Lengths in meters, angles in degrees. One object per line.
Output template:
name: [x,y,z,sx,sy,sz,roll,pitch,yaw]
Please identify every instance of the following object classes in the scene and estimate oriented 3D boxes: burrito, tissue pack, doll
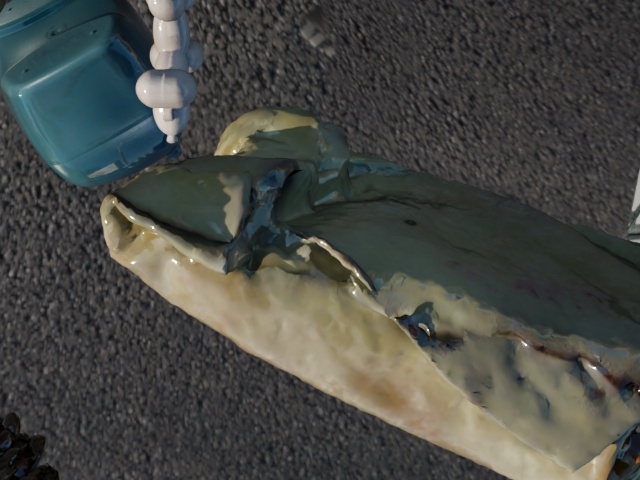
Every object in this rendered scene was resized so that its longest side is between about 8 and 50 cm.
burrito: [0.078,0.036,0.418,0.348,0.175,0.107,21,127,0]
tissue pack: [-0.290,-0.198,1.151,0.198,0.287,0.206,-31,130,-4]
doll: [-0.148,-0.186,0.900,0.059,0.160,0.161,1,127,-3]

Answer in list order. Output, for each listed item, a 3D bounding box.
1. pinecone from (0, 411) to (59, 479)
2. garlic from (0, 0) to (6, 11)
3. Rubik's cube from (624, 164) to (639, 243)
pinecone: [-0.342,0.268,0.841,0.221,0.221,0.221,-6,120,-11]
garlic: [-0.413,-0.310,0.982,0.124,0.099,0.174,-35,134,-10]
Rubik's cube: [0.339,-0.059,0.653,0.229,0.228,0.233,-9,90,-49]
